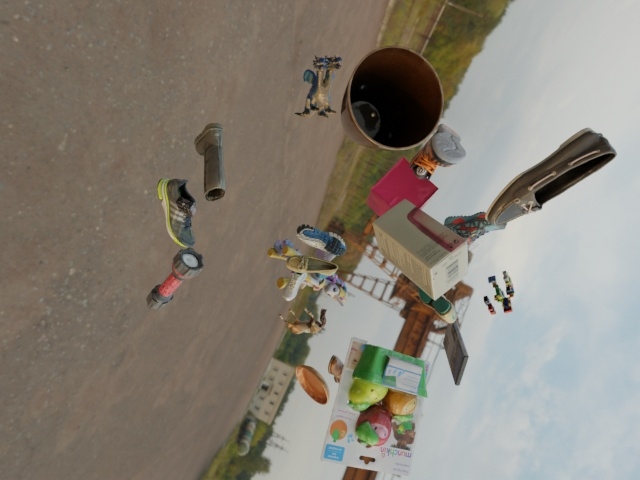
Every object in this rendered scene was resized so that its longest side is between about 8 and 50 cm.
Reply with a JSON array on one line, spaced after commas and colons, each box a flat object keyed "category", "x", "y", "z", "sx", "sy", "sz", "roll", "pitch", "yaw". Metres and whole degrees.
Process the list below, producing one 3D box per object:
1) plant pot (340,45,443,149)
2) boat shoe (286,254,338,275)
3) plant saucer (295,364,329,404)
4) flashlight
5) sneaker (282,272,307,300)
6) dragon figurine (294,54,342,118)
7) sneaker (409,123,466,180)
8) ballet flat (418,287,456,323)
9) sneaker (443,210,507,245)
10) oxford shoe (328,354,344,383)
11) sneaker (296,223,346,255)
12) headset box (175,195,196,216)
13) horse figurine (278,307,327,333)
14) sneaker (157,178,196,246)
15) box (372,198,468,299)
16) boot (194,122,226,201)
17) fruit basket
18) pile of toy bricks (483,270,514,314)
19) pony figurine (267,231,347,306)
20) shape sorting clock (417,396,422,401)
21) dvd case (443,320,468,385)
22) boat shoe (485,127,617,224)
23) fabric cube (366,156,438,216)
[{"category": "plant pot", "x": 0.132, "y": -0.301, "z": 1.016, "sx": 0.215, "sy": 0.215, "sz": 0.230, "roll": -64, "pitch": -166, "yaw": -5}, {"category": "boat shoe", "x": -0.025, "y": 0.072, "z": 1.288, "sx": 0.048, "sy": 0.152, "sz": 0.056, "roll": 123, "pitch": -20, "yaw": -70}, {"category": "plant saucer", "x": -0.029, "y": 0.617, "z": 1.877, "sx": 0.037, "sy": 0.200, "sz": 0.200, "roll": -33, "pitch": 160, "yaw": -33}, {"category": "flashlight", "x": -0.530, "y": 0.148, "z": 1.551, "sx": 0.304, "sy": 0.103, "sz": 0.103, "roll": -43, "pitch": -130, "yaw": 30}, {"category": "sneaker", "x": -0.099, "y": 0.156, "z": 1.621, "sx": 0.061, "sy": 0.053, "sz": 0.152, "roll": 93, "pitch": 23, "yaw": -55}, {"category": "dragon figurine", "x": -0.006, "y": -0.420, "z": 1.205, "sx": 0.289, "sy": 0.085, "sz": 0.144, "roll": -151, "pitch": -115, "yaw": -75}, {"category": "sneaker", "x": 0.384, "y": -0.266, "z": 1.455, "sx": 0.180, "sy": 0.124, "sz": 0.321, "roll": -54, "pitch": 179, "yaw": 31}, {"category": "ballet flat", "x": 0.462, "y": 0.243, "z": 1.712, "sx": 0.086, "sy": 0.086, "sz": 0.248, "roll": -65, "pitch": -161, "yaw": 17}, {"category": "sneaker", "x": 0.583, "y": -0.028, "z": 1.653, "sx": 0.261, "sy": 0.104, "sz": 0.125, "roll": -7, "pitch": -121, "yaw": 54}, {"category": "oxford shoe", "x": 0.085, "y": 0.531, "z": 1.773, "sx": 0.076, "sy": 0.076, "sz": 0.212, "roll": -62, "pitch": 147, "yaw": -27}, {"category": "sneaker", "x": 0.000, "y": 0.000, "z": 1.527, "sx": 0.071, "sy": 0.190, "sz": 0.083, "roll": -66, "pitch": -171, "yaw": -15}, {"category": "headset box", "x": -0.511, "y": -0.127, "z": 1.658, "sx": 0.083, "sy": 0.062, "sz": 0.032, "roll": 102, "pitch": 13, "yaw": -69}, {"category": "horse figurine", "x": -0.072, "y": 0.392, "z": 2.073, "sx": 0.174, "sy": 0.263, "sz": 0.066, "roll": 59, "pitch": 34, "yaw": -31}, {"category": "sneaker", "x": -0.569, "y": -0.115, "z": 1.783, "sx": 0.111, "sy": 0.121, "sz": 0.300, "roll": -47, "pitch": 126, "yaw": -63}, {"category": "box", "x": 0.269, "y": 0.020, "z": 1.175, "sx": 0.126, "sy": 0.232, "sz": 0.149, "roll": -35, "pitch": 139, "yaw": -12}, {"category": "boot", "x": -0.321, "y": -0.214, "z": 1.277, "sx": 0.189, "sy": 0.076, "sz": 0.209, "roll": 150, "pitch": -68, "yaw": -64}, {"category": "fruit basket", "x": 0.187, "y": 0.502, "z": 1.301, "sx": 0.165, "sy": 0.327, "sz": 0.353, "roll": -23, "pitch": -132, "yaw": 59}, {"category": "pile of toy bricks", "x": 0.754, "y": 0.240, "z": 1.803, "sx": 0.118, "sy": 0.105, "sz": 0.212, "roll": -22, "pitch": -148, "yaw": 32}, {"category": "pony figurine", "x": -0.053, "y": 0.121, "z": 1.915, "sx": 0.303, "sy": 0.363, "sz": 0.351, "roll": -46, "pitch": -137, "yaw": 21}, {"category": "shape sorting clock", "x": 0.308, "y": 0.510, "z": 1.485, "sx": 0.206, "sy": 0.040, "sz": 0.206, "roll": -171, "pitch": -90, "yaw": -89}, {"category": "dvd case", "x": 0.588, "y": 0.475, "z": 1.898, "sx": 0.253, "sy": 0.022, "sz": 0.180, "roll": -88, "pitch": 180, "yaw": -58}, {"category": "boat shoe", "x": 0.577, "y": -0.142, "z": 1.103, "sx": 0.335, "sy": 0.112, "sz": 0.096, "roll": -43, "pitch": -130, "yaw": 18}, {"category": "fabric cube", "x": 0.421, "y": -0.235, "z": 2.301, "sx": 0.254, "sy": 0.259, "sz": 0.258, "roll": -44, "pitch": 171, "yaw": -7}]
